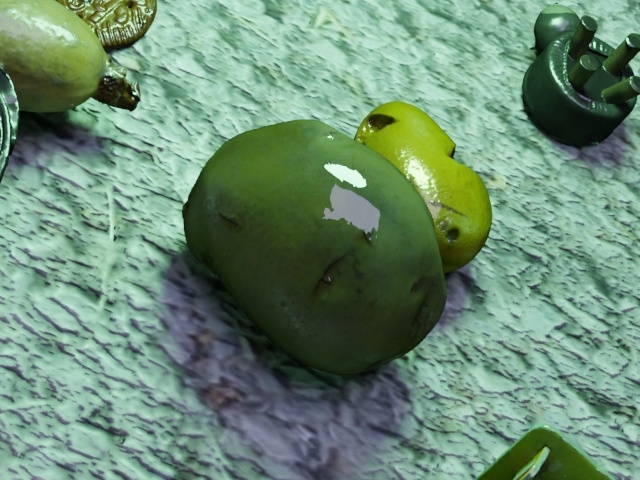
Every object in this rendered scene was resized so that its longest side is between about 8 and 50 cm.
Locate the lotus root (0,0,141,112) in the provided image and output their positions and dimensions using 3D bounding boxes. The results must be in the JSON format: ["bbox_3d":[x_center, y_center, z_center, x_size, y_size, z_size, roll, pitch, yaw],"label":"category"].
[{"bbox_3d":[-0.378,-0.236,1.527,0.342,0.169,0.152,15,96,-10],"label":"lotus root"}]

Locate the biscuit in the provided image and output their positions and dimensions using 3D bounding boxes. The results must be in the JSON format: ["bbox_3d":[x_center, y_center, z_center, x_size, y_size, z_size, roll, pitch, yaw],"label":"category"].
[{"bbox_3d":[-0.311,-0.332,1.701,0.187,0.027,0.188,9,56,-14],"label":"biscuit"}]

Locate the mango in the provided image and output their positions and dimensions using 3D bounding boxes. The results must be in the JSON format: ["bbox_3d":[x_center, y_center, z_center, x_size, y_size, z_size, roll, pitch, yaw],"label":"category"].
[{"bbox_3d":[0.125,-0.074,1.640,0.167,0.130,0.262,-9,58,-30],"label":"mango"}]

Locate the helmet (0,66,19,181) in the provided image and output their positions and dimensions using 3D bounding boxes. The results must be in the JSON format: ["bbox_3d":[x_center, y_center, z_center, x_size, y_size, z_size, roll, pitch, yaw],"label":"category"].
[{"bbox_3d":[-0.462,-0.088,1.403,0.230,0.160,0.279,26,53,-3],"label":"helmet"}]

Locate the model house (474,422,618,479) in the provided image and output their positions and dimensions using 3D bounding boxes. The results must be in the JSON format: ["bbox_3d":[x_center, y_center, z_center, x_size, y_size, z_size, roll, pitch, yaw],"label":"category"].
[{"bbox_3d":[0.270,0.368,1.231,0.300,0.340,0.323,41,35,3],"label":"model house"}]

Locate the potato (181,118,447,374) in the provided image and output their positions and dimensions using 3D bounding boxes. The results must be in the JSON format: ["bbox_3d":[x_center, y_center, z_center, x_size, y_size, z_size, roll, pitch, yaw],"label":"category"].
[{"bbox_3d":[0.000,0.000,1.478,0.326,0.243,0.221,47,14,12],"label":"potato"}]

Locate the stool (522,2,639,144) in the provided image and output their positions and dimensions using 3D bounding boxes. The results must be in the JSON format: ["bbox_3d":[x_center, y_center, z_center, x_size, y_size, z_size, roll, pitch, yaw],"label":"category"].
[{"bbox_3d":[0.375,-0.251,1.840,0.153,0.139,0.228,-24,73,-33],"label":"stool"}]
